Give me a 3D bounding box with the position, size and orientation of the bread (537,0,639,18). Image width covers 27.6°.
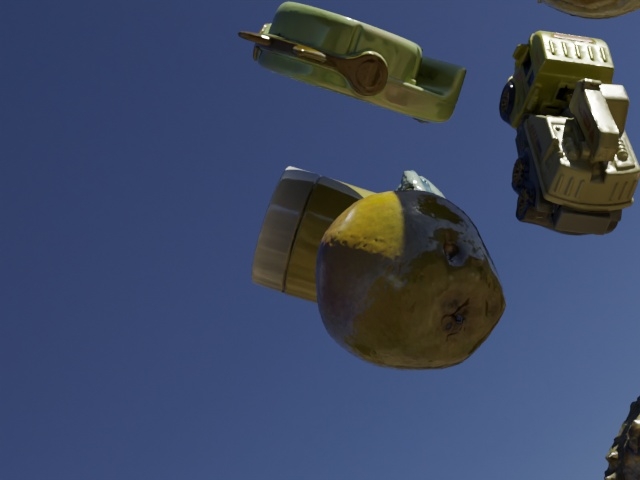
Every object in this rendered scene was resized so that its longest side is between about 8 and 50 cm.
[{"bbox_3d":[0.340,-0.420,1.560,0.159,0.305,0.305,-31,-22,-47],"label":"bread"}]

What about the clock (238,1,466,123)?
[{"bbox_3d":[0.039,-0.292,2.095,0.348,0.286,0.117,12,-82,-49],"label":"clock"}]

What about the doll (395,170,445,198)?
[{"bbox_3d":[0.138,-0.034,1.723,0.072,0.103,0.214,-24,-18,5],"label":"doll"}]

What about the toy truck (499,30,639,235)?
[{"bbox_3d":[0.440,-0.199,2.288,0.181,0.405,0.254,9,-46,-10],"label":"toy truck"}]

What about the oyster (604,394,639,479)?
[{"bbox_3d":[0.491,0.270,1.774,0.198,0.336,0.133,17,-29,-19],"label":"oyster"}]

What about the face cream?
[{"bbox_3d":[0.000,0.000,2.259,0.218,0.179,0.218,17,-90,-84],"label":"face cream"}]

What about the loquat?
[{"bbox_3d":[0.084,0.042,1.476,0.213,0.246,0.213,-15,-63,-33],"label":"loquat"}]
